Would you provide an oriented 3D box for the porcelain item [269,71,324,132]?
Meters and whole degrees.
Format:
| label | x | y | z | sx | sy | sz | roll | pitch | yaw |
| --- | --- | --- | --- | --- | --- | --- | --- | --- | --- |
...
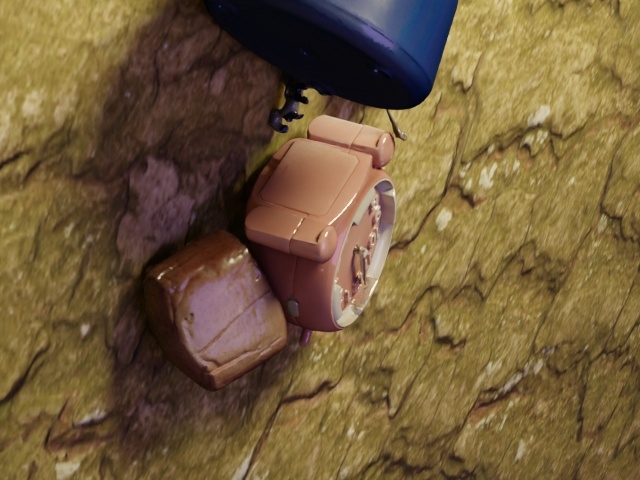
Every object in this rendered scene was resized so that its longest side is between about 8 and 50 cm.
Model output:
| label | x | y | z | sx | sy | sz | roll | pitch | yaw |
| --- | --- | --- | --- | --- | --- | --- | --- | --- | --- |
| porcelain item | -0.015 | -0.189 | 1.570 | 0.021 | 0.075 | 0.136 | 3 | 104 | -52 |

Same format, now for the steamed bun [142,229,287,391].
| label | x | y | z | sx | sy | sz | roll | pitch | yaw |
| --- | --- | --- | --- | --- | --- | --- | --- | --- | --- |
| steamed bun | -0.131 | 0.083 | 1.546 | 0.145 | 0.106 | 0.175 | -32 | 118 | -22 |

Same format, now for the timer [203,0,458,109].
| label | x | y | z | sx | sy | sz | roll | pitch | yaw |
| --- | --- | --- | --- | --- | --- | --- | --- | --- | --- |
| timer | 0.067 | -0.365 | 1.436 | 0.270 | 0.270 | 0.383 | 36 | 77 | -51 |

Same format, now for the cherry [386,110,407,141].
| label | x | y | z | sx | sy | sz | roll | pitch | yaw |
| --- | --- | --- | --- | --- | --- | --- | --- | --- | --- |
| cherry | 0.103 | -0.230 | 1.643 | 0.115 | 0.148 | 0.188 | -22 | 98 | -6 |

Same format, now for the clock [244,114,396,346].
| label | x | y | z | sx | sy | sz | roll | pitch | yaw |
| --- | --- | --- | --- | --- | --- | --- | --- | --- | --- |
| clock | 0.000 | 0.000 | 1.637 | 0.227 | 0.142 | 0.241 | -58 | 153 | -35 |
